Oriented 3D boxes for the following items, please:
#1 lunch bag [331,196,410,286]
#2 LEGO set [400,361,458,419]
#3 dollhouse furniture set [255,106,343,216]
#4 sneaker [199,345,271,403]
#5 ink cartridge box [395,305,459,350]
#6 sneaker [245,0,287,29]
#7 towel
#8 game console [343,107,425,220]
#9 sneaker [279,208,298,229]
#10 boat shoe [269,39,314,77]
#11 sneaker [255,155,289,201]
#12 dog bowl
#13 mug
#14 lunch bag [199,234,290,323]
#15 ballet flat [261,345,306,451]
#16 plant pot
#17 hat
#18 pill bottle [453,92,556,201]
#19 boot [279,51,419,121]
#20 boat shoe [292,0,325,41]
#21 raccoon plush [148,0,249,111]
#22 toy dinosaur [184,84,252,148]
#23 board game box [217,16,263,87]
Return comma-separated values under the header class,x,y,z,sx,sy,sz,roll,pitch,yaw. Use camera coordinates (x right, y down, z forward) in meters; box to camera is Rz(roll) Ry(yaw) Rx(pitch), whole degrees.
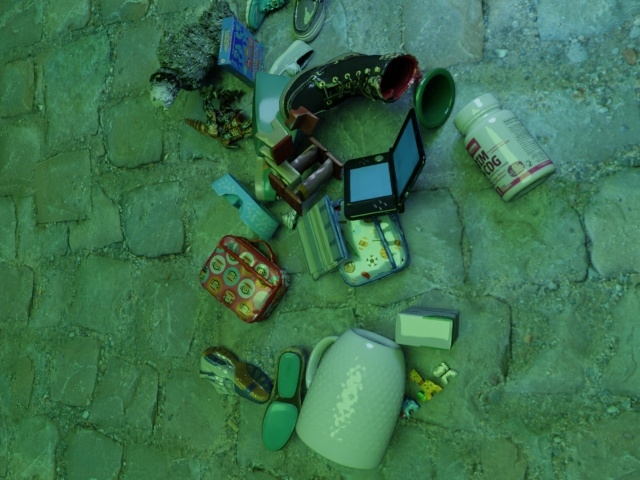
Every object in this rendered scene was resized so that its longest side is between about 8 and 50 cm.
class,x,y,z,sx,sy,sz,roll,pitch,yaw
lunch bag,0.146,-0.019,1.488,0.243,0.115,0.304,-24,79,17
LEGO set,0.293,0.439,1.407,0.227,0.087,0.093,-44,72,12
dollhouse furniture set,-0.049,-0.243,1.407,0.201,0.374,0.152,-44,79,-11
sneaker,-0.300,0.495,1.649,0.296,0.111,0.131,29,114,23
ink cartridge box,0.313,0.246,1.349,0.152,0.208,0.087,3,90,23
sneaker,-0.176,-0.883,1.689,0.110,0.107,0.275,38,103,7
towel,0.000,0.000,1.489,0.034,0.285,0.209,-12,78,-24
game console,0.176,-0.227,1.378,0.250,0.173,0.293,-9,42,11
sneaker,-0.110,-0.093,1.634,0.069,0.038,0.098,22,94,21
boat shoe,-0.100,-0.598,1.616,0.081,0.079,0.228,29,72,14
sneaker,-0.161,-0.283,1.643,0.120,0.108,0.303,-1,81,4
dog bowl,-0.257,-0.124,1.634,0.074,0.166,0.297,-46,71,3
mug,0.081,0.430,1.419,0.374,0.276,0.328,21,91,53
lunch bag,-0.255,0.119,1.642,0.293,0.120,0.258,36,96,19
ballet flat,-0.112,0.516,1.552,0.123,0.123,0.349,12,94,22
plant pot,-0.146,-0.394,1.543,0.165,0.166,0.235,6,71,-11
hat,0.302,-0.458,1.473,0.208,0.173,0.183,-43,39,-20
pill bottle,0.512,-0.265,1.330,0.160,0.160,0.283,-35,74,16
boot,0.085,-0.461,1.403,0.284,0.377,0.138,22,140,46
boat shoe,-0.047,-0.874,1.600,0.127,0.158,0.341,13,91,22
raccoon plush,-0.410,-0.647,1.654,0.299,0.216,0.447,-25,52,26
toy dinosaur,-0.369,-0.446,1.714,0.321,0.164,0.219,2,102,5
board game box,-0.276,-0.655,1.650,0.047,0.210,0.160,5,89,21
